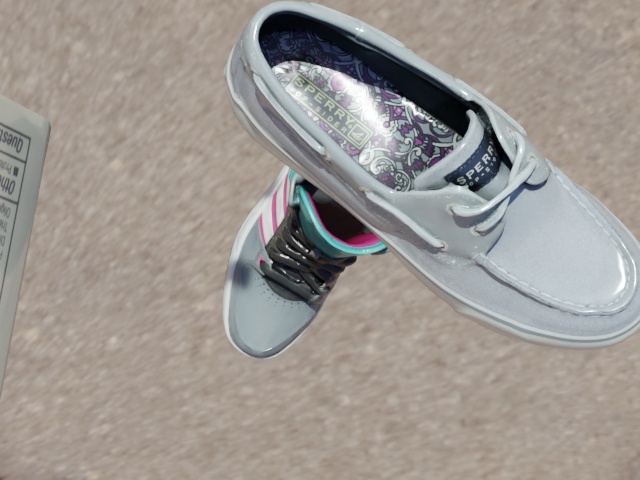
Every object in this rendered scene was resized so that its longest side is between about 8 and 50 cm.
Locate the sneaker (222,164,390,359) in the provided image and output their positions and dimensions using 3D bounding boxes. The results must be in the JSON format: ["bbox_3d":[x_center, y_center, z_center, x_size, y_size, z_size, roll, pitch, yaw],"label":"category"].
[{"bbox_3d":[0.000,0.000,1.420,0.124,0.178,0.295,24,101,-10],"label":"sneaker"}]

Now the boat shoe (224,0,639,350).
[{"bbox_3d":[0.054,-0.028,0.680,0.227,0.081,0.079,34,79,2],"label":"boat shoe"}]

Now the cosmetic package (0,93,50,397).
[{"bbox_3d":[-0.185,0.090,0.437,0.113,0.160,0.309,7,81,21],"label":"cosmetic package"}]
